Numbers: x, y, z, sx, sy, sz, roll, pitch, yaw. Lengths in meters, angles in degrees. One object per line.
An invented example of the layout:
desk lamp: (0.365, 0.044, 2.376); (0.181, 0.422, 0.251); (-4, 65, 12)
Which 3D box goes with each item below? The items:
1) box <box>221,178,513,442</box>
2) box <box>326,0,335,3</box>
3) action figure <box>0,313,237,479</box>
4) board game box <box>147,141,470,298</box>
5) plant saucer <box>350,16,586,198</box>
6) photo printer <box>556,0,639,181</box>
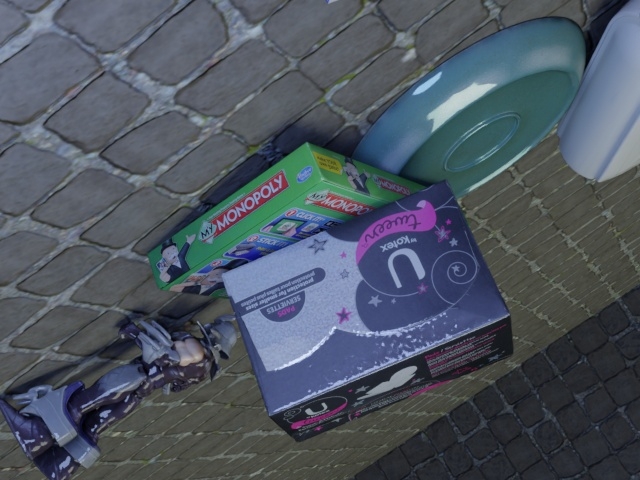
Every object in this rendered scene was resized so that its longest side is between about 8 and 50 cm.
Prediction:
box: (0.049, 0.073, 1.044); (0.247, 0.163, 0.142); (-22, 156, 1)
box: (0.048, -0.224, 0.761); (0.136, 0.028, 0.081); (-23, 159, -17)
action figure: (-0.213, 0.160, 1.191); (0.285, 0.099, 0.185); (-31, 154, -15)
board game box: (0.000, 0.000, 1.110); (0.213, 0.046, 0.317); (-34, 156, 24)
plant saucer: (0.171, -0.122, 1.163); (0.318, 0.043, 0.317); (-27, 159, -11)
photo printer: (0.421, -0.218, 1.201); (0.256, 0.107, 0.307); (-30, 160, -15)
